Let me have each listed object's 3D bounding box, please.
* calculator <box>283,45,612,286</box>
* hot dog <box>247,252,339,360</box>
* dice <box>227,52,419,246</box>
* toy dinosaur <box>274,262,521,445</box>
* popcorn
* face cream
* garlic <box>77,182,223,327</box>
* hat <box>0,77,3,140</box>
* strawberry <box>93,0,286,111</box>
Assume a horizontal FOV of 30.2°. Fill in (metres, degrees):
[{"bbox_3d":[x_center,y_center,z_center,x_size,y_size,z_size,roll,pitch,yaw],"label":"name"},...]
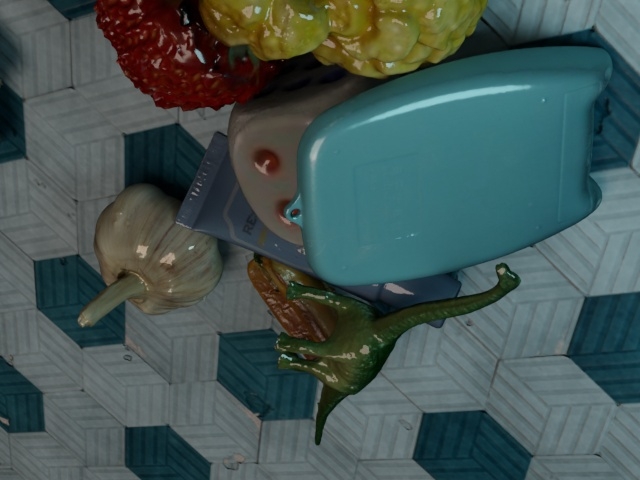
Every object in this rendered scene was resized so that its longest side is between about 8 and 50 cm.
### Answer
[{"bbox_3d":[0.144,-0.073,1.285,0.386,0.054,0.256,-14,126,-12],"label":"calculator"},{"bbox_3d":[-0.013,0.097,1.656,0.104,0.076,0.250,-12,116,56],"label":"hot dog"},{"bbox_3d":[0.018,-0.114,1.392,0.193,0.194,0.192,-7,122,34],"label":"dice"},{"bbox_3d":[0.095,0.150,1.533,0.300,0.087,0.447,9,140,11],"label":"toy dinosaur"},{"bbox_3d":[0.030,-0.294,1.194,0.225,0.332,0.265,-23,83,66],"label":"popcorn"},{"bbox_3d":[0.000,0.000,1.560,0.385,0.086,0.136,27,98,9],"label":"face cream"},{"bbox_3d":[-0.255,0.042,1.639,0.199,0.226,0.199,19,133,22],"label":"garlic"},{"bbox_3d":[-0.538,-0.230,1.683,0.219,0.164,0.226,5,168,-1],"label":"hat"},{"bbox_3d":[-0.159,-0.267,1.339,0.257,0.261,0.261,-10,119,29],"label":"strawberry"}]
